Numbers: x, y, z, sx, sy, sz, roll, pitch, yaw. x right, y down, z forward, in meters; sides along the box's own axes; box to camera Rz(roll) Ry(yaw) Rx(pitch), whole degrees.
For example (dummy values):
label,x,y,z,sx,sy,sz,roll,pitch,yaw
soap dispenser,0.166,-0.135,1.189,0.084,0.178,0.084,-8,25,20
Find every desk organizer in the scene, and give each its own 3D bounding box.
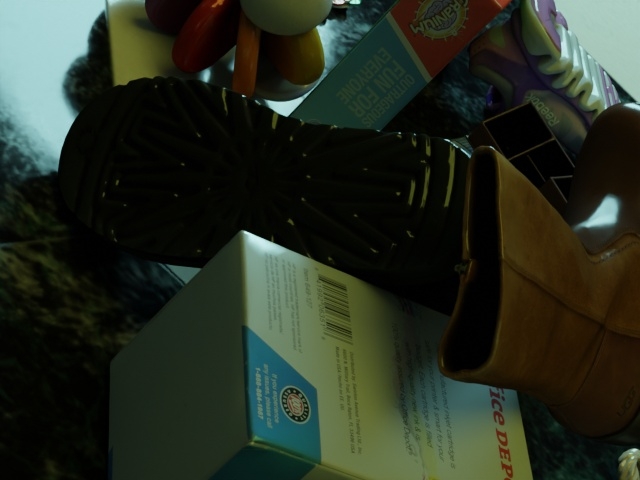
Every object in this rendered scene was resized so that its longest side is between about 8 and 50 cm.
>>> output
label,x,y,z,sx,sy,sz,roll,pitch,yaw
desk organizer,0.185,-0.056,1.660,0.047,0.050,0.130,-6,57,-45

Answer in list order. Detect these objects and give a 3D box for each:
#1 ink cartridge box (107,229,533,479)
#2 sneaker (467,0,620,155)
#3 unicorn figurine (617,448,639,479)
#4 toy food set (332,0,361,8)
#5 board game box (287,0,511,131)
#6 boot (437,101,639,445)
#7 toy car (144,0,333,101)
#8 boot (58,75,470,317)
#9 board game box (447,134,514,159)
label,x,y,z,sx,sy,sz,roll,pitch,yaw
ink cartridge box,0.000,0.139,1.282,0.233,0.168,0.171,23,42,-28
sneaker,0.217,-0.135,1.845,0.236,0.104,0.095,47,28,-39
unicorn figurine,0.318,0.208,1.629,0.162,0.060,0.111,22,42,-30
toy food set,0.004,-0.248,1.795,0.083,0.020,0.082,33,37,-18
board game box,0.110,-0.198,1.665,0.064,0.242,0.316,45,36,-1
boot,0.158,-0.008,1.317,0.280,0.096,0.264,29,71,-54
toy car,-0.074,-0.196,1.586,0.136,0.159,0.182,-20,65,-13
boot,0.000,0.004,1.431,0.131,0.348,0.260,-70,155,-12
board game box,0.183,-0.021,1.719,0.194,0.060,0.194,-16,67,-52
